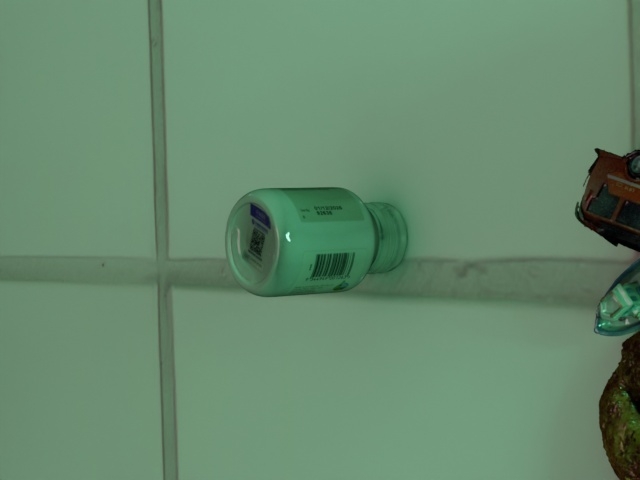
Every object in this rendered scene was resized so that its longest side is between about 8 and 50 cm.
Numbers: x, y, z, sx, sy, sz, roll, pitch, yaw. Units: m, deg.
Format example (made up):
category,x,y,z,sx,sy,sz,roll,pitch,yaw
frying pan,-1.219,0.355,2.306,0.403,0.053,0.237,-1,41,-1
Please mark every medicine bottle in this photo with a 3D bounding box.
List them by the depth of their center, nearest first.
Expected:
category,x,y,z,sx,sy,sz,roll,pitch,yaw
medicine bottle,0.000,0.000,1.723,0.135,0.215,0.135,4,95,52

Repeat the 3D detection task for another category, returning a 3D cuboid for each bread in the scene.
category,x,y,z,sx,sy,sz,roll,pitch,yaw
bread,0.355,0.183,1.399,0.193,0.064,0.193,2,92,56

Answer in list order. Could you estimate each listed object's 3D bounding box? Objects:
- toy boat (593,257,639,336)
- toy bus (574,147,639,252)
category,x,y,z,sx,sy,sz,roll,pitch,yaw
toy boat,0.328,0.057,1.422,0.140,0.066,0.059,-52,56,42
toy bus,0.356,-0.025,1.350,0.235,0.073,0.096,24,85,51
